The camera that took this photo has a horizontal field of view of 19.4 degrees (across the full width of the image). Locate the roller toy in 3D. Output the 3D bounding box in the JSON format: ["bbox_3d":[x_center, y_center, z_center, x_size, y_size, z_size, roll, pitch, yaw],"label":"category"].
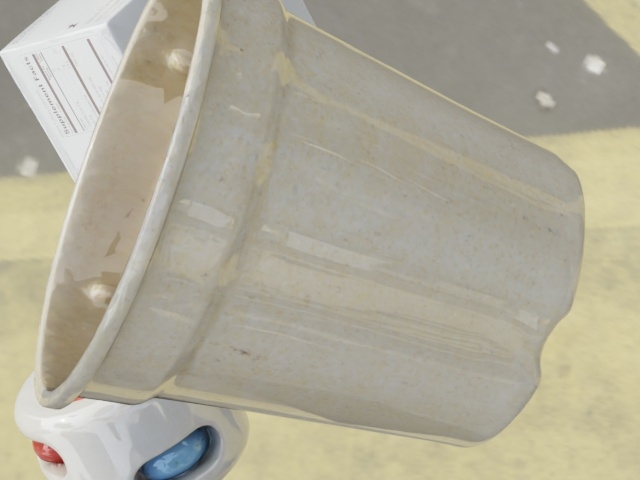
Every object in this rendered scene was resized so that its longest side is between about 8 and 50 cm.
[{"bbox_3d":[-0.171,0.168,1.714,0.209,0.191,0.146,-15,114,24],"label":"roller toy"}]

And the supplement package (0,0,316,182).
[{"bbox_3d":[-0.140,-0.173,1.800,0.145,0.262,0.204,-10,118,38],"label":"supplement package"}]

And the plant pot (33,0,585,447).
[{"bbox_3d":[0.000,0.000,1.301,0.334,0.306,0.333,-161,90,-74],"label":"plant pot"}]
